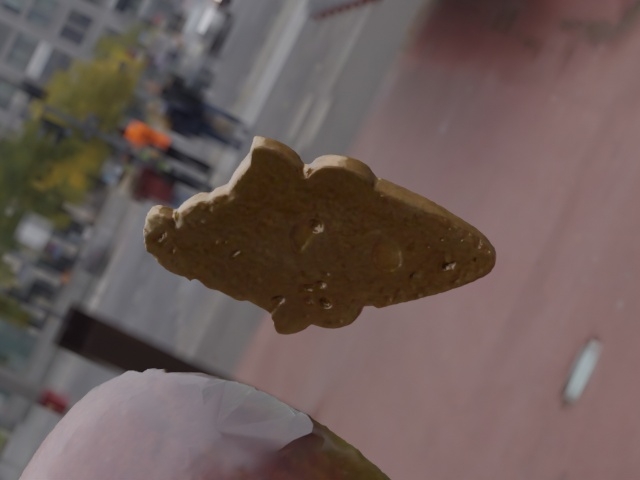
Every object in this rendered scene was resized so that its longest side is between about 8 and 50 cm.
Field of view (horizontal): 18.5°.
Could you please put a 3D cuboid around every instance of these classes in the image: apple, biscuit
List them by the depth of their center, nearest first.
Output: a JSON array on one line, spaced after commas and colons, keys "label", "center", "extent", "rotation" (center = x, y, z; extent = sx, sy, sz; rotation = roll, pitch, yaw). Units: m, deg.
[{"label": "apple", "center": [-0.069, 0.214, 1.181], "extent": [0.254, 0.346, 0.179], "rotation": [-67, -27, -4]}, {"label": "biscuit", "center": [0.000, 0.000, 1.393], "extent": [0.035, 0.250, 0.162], "rotation": [-80, -5, -51]}]
